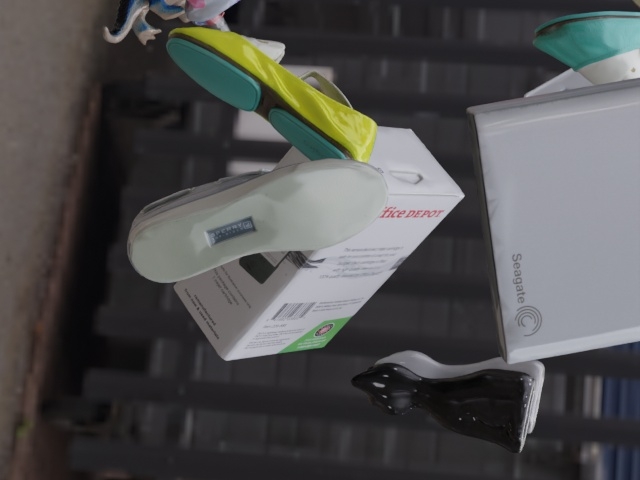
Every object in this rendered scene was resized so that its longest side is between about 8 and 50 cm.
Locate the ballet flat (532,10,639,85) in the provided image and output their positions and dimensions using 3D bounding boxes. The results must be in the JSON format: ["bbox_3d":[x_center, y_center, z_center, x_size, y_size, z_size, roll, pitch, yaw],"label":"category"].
[{"bbox_3d":[0.315,-0.189,1.615,0.247,0.083,0.087,-13,86,-40],"label":"ballet flat"}]

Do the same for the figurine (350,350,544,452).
[{"bbox_3d":[0.157,0.178,1.958,0.215,0.209,0.092,-13,113,-77],"label":"figurine"}]

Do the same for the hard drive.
[{"bbox_3d":[0.320,-0.033,1.430,0.047,0.353,0.233,-106,-173,-74],"label":"hard drive"}]

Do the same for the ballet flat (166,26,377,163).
[{"bbox_3d":[-0.042,-0.151,1.591,0.077,0.231,0.077,-54,179,-25],"label":"ballet flat"}]

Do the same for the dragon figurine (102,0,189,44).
[{"bbox_3d":[-0.209,-0.321,1.921,0.144,0.085,0.289,55,45,-2],"label":"dragon figurine"}]

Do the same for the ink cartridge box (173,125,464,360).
[{"bbox_3d":[0.000,0.000,1.910,0.289,0.121,0.211,-48,155,26],"label":"ink cartridge box"}]

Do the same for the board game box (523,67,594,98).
[{"bbox_3d":[0.520,-0.123,2.048,0.390,0.390,0.050,52,-18,27],"label":"board game box"}]

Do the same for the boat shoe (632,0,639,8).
[{"bbox_3d":[0.284,-0.246,1.280,0.098,0.302,0.109,-13,-124,63],"label":"boat shoe"}]

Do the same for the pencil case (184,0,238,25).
[{"bbox_3d":[-0.159,-0.372,1.742,0.273,0.113,0.124,59,-4,-25],"label":"pencil case"}]

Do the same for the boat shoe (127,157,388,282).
[{"bbox_3d":[-0.058,-0.030,1.386,0.081,0.227,0.079,-111,-173,-62],"label":"boat shoe"}]

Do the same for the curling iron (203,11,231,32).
[{"bbox_3d":[-0.154,-0.314,2.194,0.274,0.035,0.068,53,4,-48],"label":"curling iron"}]
